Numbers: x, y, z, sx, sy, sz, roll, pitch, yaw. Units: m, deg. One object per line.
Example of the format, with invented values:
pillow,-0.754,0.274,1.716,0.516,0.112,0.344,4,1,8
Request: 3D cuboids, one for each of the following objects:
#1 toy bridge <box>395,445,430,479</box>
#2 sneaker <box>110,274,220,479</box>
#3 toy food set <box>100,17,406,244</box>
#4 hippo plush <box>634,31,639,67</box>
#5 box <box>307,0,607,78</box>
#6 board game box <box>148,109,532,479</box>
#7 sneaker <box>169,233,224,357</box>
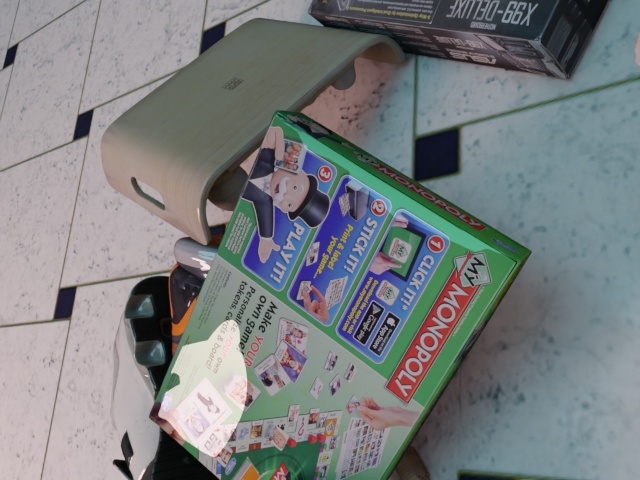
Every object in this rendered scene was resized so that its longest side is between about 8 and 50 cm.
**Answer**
toy bridge,0.027,0.266,0.583,0.188,0.026,0.063,-45,52,18
sneaker,-0.165,0.217,0.718,0.146,0.122,0.330,-47,49,40
toy food set,-0.080,-0.140,0.727,0.306,0.092,0.220,-44,44,-19
hippo plush,0.295,-0.028,0.327,0.234,0.236,0.294,16,84,42
box,0.155,-0.310,0.657,0.307,0.076,0.242,25,91,43
board game box,-0.007,0.087,0.526,0.213,0.046,0.317,34,114,19
sneaker,-0.016,0.106,0.632,0.321,0.124,0.180,13,101,32
